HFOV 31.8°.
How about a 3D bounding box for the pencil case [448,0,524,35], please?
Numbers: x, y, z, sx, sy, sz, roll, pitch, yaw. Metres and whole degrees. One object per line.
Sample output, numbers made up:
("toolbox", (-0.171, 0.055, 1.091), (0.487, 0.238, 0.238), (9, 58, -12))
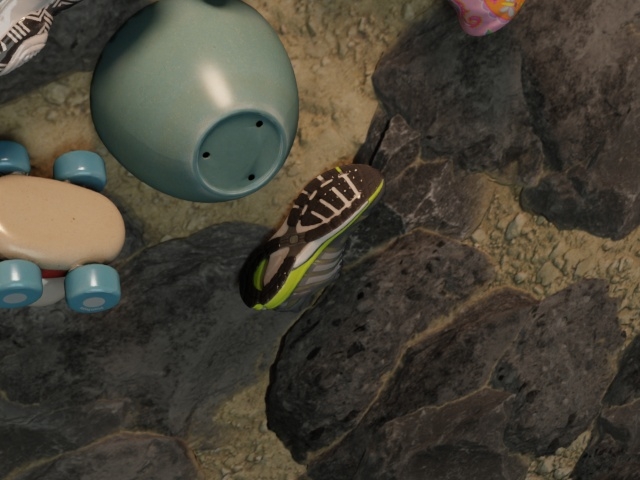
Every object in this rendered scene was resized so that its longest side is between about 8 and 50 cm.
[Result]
("pencil case", (0.183, -0.416, 1.589), (0.124, 0.124, 0.284), (-45, 132, 6))

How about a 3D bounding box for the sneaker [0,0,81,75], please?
("sneaker", (-0.358, -0.345, 1.311), (0.365, 0.137, 0.210), (-35, 133, -10))

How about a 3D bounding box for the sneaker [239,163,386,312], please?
("sneaker", (0.000, 0.000, 1.809), (0.300, 0.111, 0.121), (-46, 143, 15))

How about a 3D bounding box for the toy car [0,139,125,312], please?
("toy car", (-0.403, 0.021, 1.547), (0.210, 0.219, 0.238), (5, 148, -33))

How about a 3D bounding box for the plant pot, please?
("plant pot", (-0.145, -0.165, 1.524), (0.290, 0.195, 0.290), (-15, 129, -20))
